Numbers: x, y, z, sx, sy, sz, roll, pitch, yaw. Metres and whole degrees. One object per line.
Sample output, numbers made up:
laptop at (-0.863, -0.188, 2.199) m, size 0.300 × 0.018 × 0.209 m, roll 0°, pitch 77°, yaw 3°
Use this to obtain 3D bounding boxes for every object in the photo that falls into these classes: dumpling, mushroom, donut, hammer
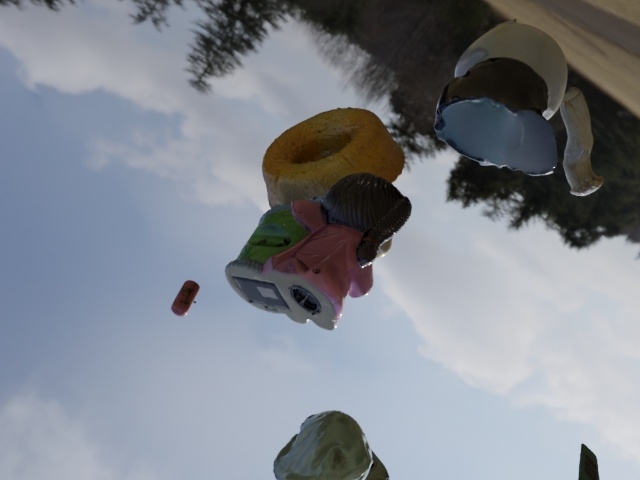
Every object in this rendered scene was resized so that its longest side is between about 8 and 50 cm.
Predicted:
dumpling at (0.015, 0.355, 1.084) m, size 0.108 × 0.153 × 0.219 m, roll 40°, pitch 172°, yaw -14°
mushroom at (0.470, -0.176, 1.216) m, size 0.059 × 0.202 × 0.054 m, roll -26°, pitch -158°, yaw -29°
donut at (0.016, -0.168, 1.372) m, size 0.303 × 0.302 × 0.110 m, roll -114°, pitch 1°, yaw -55°
hammer at (-0.283, 0.122, 1.412) m, size 0.043 × 0.043 × 0.083 m, roll 32°, pitch -130°, yaw -13°

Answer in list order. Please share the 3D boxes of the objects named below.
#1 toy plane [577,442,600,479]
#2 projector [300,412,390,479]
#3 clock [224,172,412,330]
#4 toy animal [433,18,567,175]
toy plane at (0.372, 0.362, 0.708) m, size 0.381 × 0.106 × 0.155 m, roll 36°, pitch -125°, yaw -23°
projector at (0.043, 0.495, 1.362) m, size 0.108 × 0.199 × 0.250 m, roll -4°, pitch -163°, yaw -21°
clock at (0.000, 0.000, 0.826) m, size 0.193 × 0.195 × 0.100 m, roll 9°, pitch 139°, yaw 43°
toy animal at (0.250, -0.189, 0.879) m, size 0.165 × 0.179 × 0.138 m, roll 31°, pitch 155°, yaw -6°
